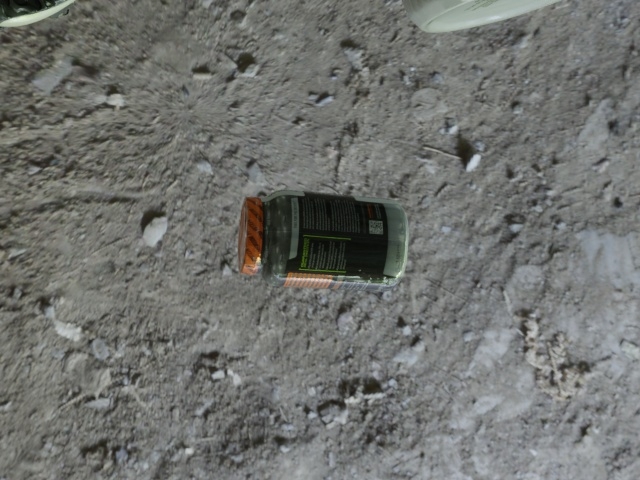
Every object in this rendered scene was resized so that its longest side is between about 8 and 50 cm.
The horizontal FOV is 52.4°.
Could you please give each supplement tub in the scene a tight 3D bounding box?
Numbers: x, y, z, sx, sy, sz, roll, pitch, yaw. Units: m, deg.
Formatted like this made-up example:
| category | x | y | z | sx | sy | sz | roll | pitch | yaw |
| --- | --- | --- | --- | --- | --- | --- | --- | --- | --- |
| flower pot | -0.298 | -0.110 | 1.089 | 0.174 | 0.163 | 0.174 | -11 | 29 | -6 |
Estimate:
| category | x | y | z | sx | sy | sz | roll | pitch | yaw |
| --- | --- | --- | --- | --- | --- | --- | --- | --- | --- |
| supplement tub | 0.000 | 0.000 | 0.781 | 0.190 | 0.117 | 0.117 | 5 | 100 | -14 |

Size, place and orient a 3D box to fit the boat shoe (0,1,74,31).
| category | x | y | z | sx | sy | sz | roll | pitch | yaw |
| --- | --- | --- | --- | --- | --- | --- | --- | --- | --- |
| boat shoe | -0.425 | -0.374 | 1.000 | 0.228 | 0.080 | 0.076 | -27 | 147 | -15 |

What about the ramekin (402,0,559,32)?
| category | x | y | z | sx | sy | sz | roll | pitch | yaw |
| --- | --- | --- | --- | --- | --- | --- | --- | --- | --- |
| ramekin | 0.205 | -0.332 | 0.741 | 0.272 | 0.273 | 0.127 | -15 | 97 | -8 |

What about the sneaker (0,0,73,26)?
| category | x | y | z | sx | sy | sz | roll | pitch | yaw |
| --- | --- | --- | --- | --- | --- | --- | --- | --- | --- |
| sneaker | -0.138 | -0.162 | 0.338 | 0.057 | 0.075 | 0.161 | 33 | 60 | -29 |
